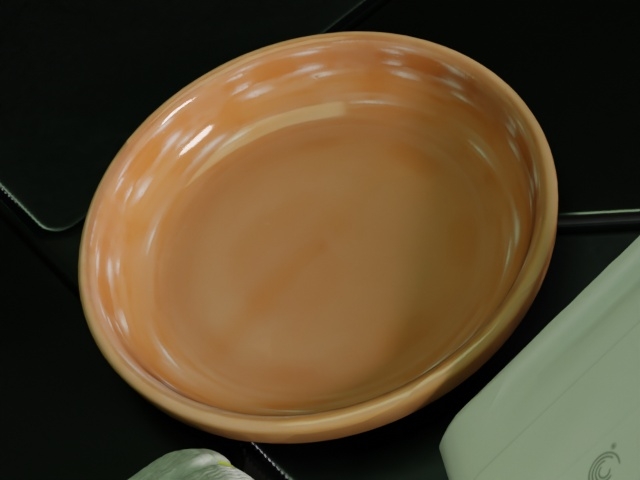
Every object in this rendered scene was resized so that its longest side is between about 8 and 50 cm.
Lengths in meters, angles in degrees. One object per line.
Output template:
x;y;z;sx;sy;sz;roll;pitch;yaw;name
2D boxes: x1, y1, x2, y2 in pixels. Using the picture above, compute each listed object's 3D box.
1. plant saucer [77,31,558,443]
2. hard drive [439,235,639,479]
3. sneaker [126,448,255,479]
0.000;0.000;0.803;0.200;0.037;0.200;-8;53;11;plant saucer
0.157;0.111;0.549;0.233;0.047;0.353;-47;32;23;hard drive
-0.024;0.165;0.664;0.091;0.126;0.240;-32;22;0;sneaker
